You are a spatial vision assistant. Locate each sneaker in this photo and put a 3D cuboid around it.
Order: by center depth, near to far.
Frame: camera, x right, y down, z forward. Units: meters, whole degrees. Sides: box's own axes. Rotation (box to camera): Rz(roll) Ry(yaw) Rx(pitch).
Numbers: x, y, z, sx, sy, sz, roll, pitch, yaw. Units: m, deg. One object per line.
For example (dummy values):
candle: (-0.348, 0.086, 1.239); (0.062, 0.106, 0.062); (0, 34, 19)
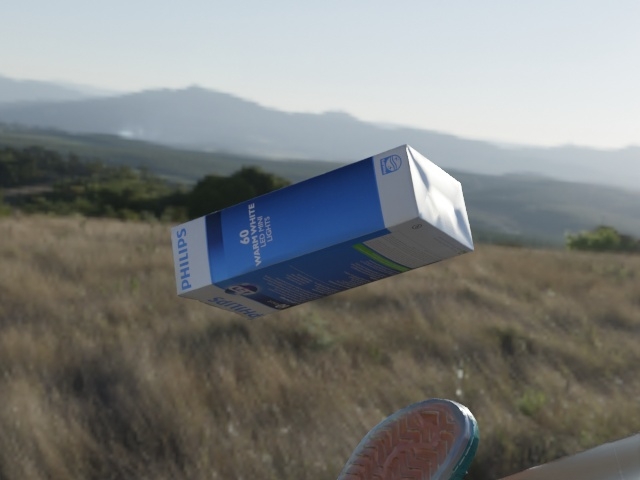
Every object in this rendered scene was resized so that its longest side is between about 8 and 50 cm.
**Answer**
sneaker: (0.084, 0.289, 1.158); (0.121, 0.302, 0.108); (19, 28, -38)

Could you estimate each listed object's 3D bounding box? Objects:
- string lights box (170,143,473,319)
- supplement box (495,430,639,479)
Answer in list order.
string lights box: (0.000, 0.000, 1.042); (0.259, 0.077, 0.133); (-18, -22, 24)
supplement box: (0.145, 0.138, 0.391); (0.194, 0.129, 0.191); (-12, -10, -26)
